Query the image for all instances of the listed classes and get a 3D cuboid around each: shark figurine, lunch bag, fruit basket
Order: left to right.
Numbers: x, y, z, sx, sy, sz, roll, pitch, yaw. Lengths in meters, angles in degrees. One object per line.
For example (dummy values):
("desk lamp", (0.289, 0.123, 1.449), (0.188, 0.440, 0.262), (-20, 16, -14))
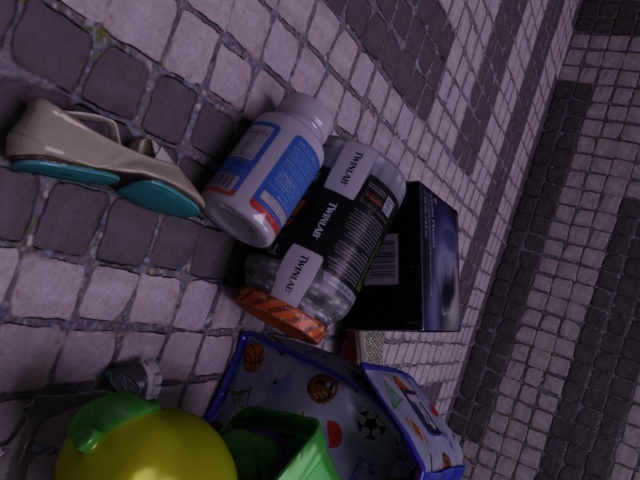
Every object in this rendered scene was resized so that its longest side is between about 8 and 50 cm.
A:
("shark figurine", (-0.331, 0.307, 0.580), (0.116, 0.166, 0.278), (32, 48, -33))
("fruit basket", (-0.169, 0.321, 0.604), (0.392, 0.283, 0.392), (8, 75, -30))
("lunch bag", (0.051, 0.327, 0.944), (0.328, 0.385, 0.239), (35, 75, -57))

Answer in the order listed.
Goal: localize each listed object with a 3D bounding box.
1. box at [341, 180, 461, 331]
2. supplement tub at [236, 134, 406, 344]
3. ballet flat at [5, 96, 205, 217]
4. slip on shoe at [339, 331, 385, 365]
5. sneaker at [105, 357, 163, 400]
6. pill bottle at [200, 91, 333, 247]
("box", (0.188, 0.051, 1.152), (0.294, 0.182, 0.296), (18, 71, -61))
("supplement tub", (0.000, 0.000, 0.882), (0.316, 0.193, 0.193), (-63, 148, -17))
("ballet flat", (-0.223, -0.091, 0.597), (0.248, 0.086, 0.086), (21, 87, -59))
("slip on shoe", (0.092, 0.243, 1.255), (0.123, 0.101, 0.331), (-1, 93, -52))
("sneaker", (-0.272, 0.239, 0.710), (0.076, 0.065, 0.166), (10, 93, -43))
("pill bottle", (-0.070, -0.110, 0.781), (0.221, 0.124, 0.124), (-58, 146, -22))
